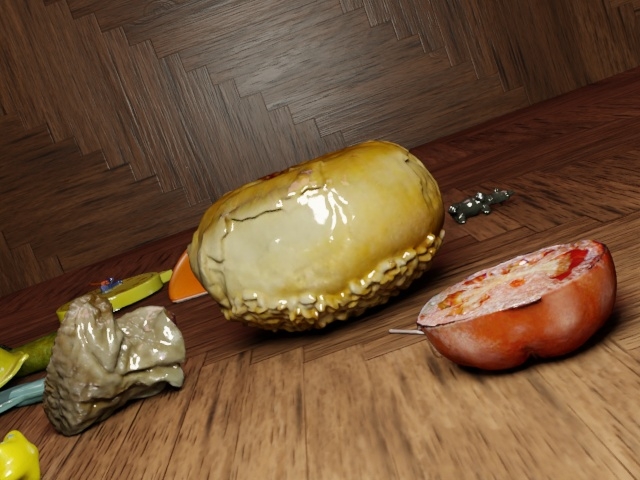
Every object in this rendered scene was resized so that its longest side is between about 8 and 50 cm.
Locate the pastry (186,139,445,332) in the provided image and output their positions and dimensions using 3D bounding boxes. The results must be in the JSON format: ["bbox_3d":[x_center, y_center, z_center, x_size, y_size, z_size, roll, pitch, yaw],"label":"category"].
[{"bbox_3d":[0.000,0.000,1.332,0.410,0.245,0.409,-20,6,2],"label":"pastry"}]

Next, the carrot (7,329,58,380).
[{"bbox_3d":[-0.580,0.235,1.751,0.358,0.074,0.074,-19,9,10],"label":"carrot"}]

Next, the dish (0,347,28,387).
[{"bbox_3d":[-0.667,0.251,1.658,0.208,0.080,0.149,-34,25,3],"label":"dish"}]

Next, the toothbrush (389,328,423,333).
[{"bbox_3d":[0.121,0.118,1.131,0.006,0.008,0.097,-10,1,-35],"label":"toothbrush"}]

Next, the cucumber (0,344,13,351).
[{"bbox_3d":[-0.691,0.257,1.906,0.044,0.043,0.257,-32,11,-26],"label":"cucumber"}]

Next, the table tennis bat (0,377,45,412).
[{"bbox_3d":[-0.546,0.281,1.523,0.237,0.038,0.149,-20,6,28],"label":"table tennis bat"}]

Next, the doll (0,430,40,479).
[{"bbox_3d":[-0.401,0.296,1.077,0.113,0.071,0.135,-42,8,-19],"label":"doll"}]

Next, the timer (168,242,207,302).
[{"bbox_3d":[-0.223,0.040,2.031,0.250,0.161,0.257,-33,5,19],"label":"timer"}]

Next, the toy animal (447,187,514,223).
[{"bbox_3d":[0.319,-0.074,1.713,0.136,0.047,0.065,-24,0,8],"label":"toy animal"}]

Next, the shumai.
[{"bbox_3d":[-0.293,0.195,1.257,0.185,0.218,0.184,18,14,-3],"label":"shumai"}]

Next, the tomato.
[{"bbox_3d":[0.216,0.077,0.937,0.225,0.085,0.225,-23,9,4],"label":"tomato"}]

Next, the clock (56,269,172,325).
[{"bbox_3d":[-0.547,0.136,2.239,0.277,0.071,0.293,-16,10,19],"label":"clock"}]
